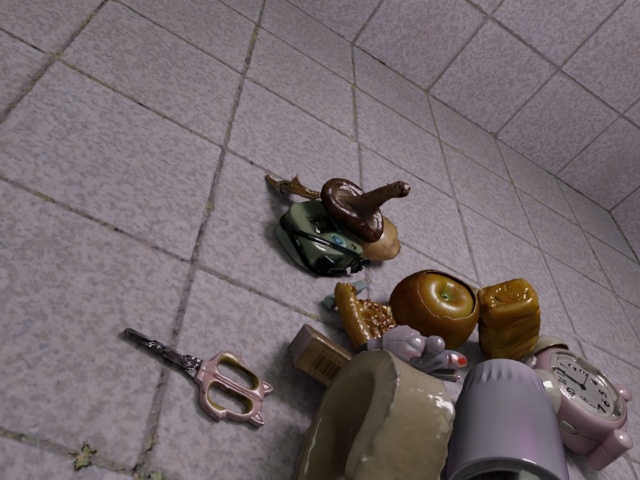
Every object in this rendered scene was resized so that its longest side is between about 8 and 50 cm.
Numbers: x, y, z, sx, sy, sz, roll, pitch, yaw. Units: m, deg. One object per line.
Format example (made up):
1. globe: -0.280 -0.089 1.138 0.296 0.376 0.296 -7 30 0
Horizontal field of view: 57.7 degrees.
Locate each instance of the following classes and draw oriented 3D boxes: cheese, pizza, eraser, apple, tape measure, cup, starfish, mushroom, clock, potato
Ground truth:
1. cheese: 0.084 0.372 1.034 0.153 0.292 0.332 29 64 -14
2. pizza: 0.157 0.251 1.435 0.182 0.074 0.365 -16 69 -43
3. eraser: 0.090 0.313 1.270 0.343 0.078 0.144 35 -2 -8
4. apple: 0.309 0.187 1.567 0.237 0.207 0.236 25 37 -21
5. tape measure: 0.000 0.000 1.566 0.235 0.115 0.207 52 33 17
6. cup: 0.421 0.465 1.326 0.253 0.253 0.371 37 30 -5
7. starfish: -0.053 -0.147 1.678 0.138 0.050 0.247 -4 23 -39
8. mushroom: 0.135 -0.115 1.547 0.227 0.218 0.148 29 49 -27
9. clock: 0.732 0.457 1.711 0.326 0.184 0.342 40 28 6
10. potato: 0.137 -0.025 1.717 0.235 0.128 0.161 33 31 -2

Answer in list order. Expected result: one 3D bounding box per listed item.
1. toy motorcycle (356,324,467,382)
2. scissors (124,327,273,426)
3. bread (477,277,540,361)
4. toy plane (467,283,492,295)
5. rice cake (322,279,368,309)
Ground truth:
1. toy motorcycle: 0.218 0.259 1.306 0.260 0.171 0.110 19 55 -22
2. scissors: -0.235 0.250 1.121 0.318 0.024 0.160 32 34 -13
3. bread: 0.527 0.239 1.649 0.132 0.167 0.294 60 -7 43
4. toy plane: 0.425 0.159 1.785 0.256 0.104 0.242 6 8 -19
5. rice cake: 0.069 0.144 1.539 0.042 0.030 0.180 47 33 17
